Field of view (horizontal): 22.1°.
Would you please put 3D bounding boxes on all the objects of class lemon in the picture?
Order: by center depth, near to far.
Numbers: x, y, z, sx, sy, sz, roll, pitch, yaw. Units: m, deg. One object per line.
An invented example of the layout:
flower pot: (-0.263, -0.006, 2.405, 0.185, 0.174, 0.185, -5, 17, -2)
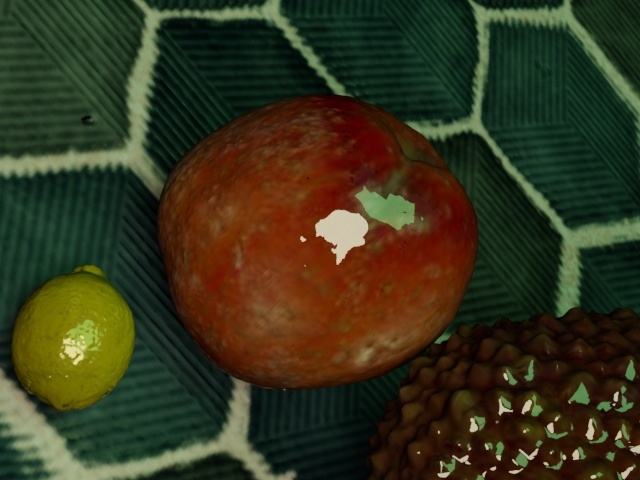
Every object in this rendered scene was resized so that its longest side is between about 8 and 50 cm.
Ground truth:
lemon: (-0.125, 0.049, 0.836, 0.062, 0.062, 0.083, 26, 55, -28)

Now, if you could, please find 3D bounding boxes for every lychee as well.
lychee: (0.135, 0.146, 0.879, 0.271, 0.271, 0.271, 18, 59, -33)

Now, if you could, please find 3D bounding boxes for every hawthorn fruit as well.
hawthorn fruit: (0.000, 0.000, 0.891, 0.173, 0.173, 0.173, 18, 59, -33)
